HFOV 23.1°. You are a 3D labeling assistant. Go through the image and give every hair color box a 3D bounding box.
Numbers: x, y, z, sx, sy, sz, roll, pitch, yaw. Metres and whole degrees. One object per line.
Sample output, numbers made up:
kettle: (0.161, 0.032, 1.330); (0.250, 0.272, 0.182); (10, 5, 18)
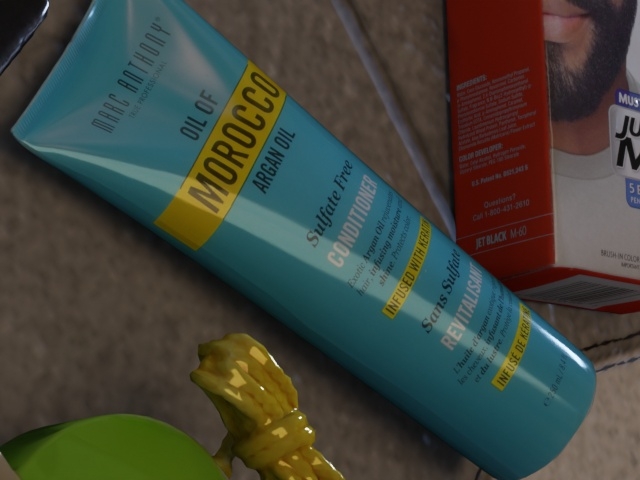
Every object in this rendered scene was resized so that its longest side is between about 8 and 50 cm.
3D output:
hair color box: (0.097, -0.062, 0.590); (0.093, 0.053, 0.167); (9, 73, -38)

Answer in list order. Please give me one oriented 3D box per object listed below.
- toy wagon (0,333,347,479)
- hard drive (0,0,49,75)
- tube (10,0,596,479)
toy wagon: (-0.118, 0.145, 0.347); (0.344, 0.068, 0.267); (-42, 107, -39)
hard drive: (-0.241, -0.062, 0.243); (0.339, 0.064, 0.237); (38, 52, -14)
tube: (0.000, 0.000, 0.501); (0.207, 0.052, 0.080); (38, 48, -20)
